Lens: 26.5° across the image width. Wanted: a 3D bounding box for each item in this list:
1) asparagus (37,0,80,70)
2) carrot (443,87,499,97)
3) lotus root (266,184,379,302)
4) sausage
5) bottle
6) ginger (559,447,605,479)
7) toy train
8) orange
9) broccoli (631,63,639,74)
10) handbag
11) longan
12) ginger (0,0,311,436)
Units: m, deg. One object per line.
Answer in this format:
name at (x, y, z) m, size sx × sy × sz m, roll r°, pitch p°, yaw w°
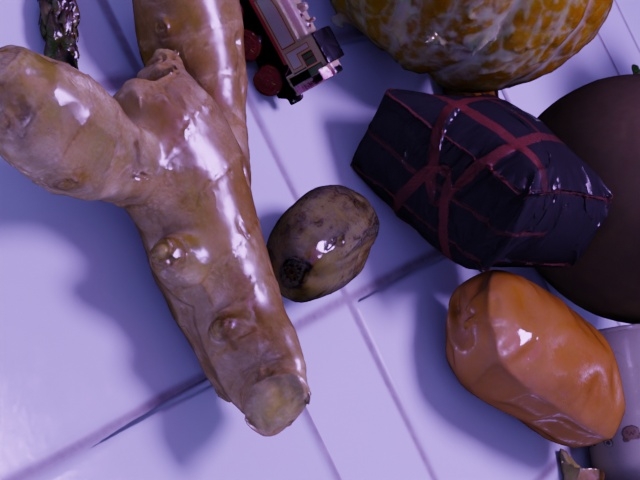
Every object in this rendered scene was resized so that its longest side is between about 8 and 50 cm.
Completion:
asparagus at (-0.205, -0.146, 1.072) m, size 0.036 × 0.030 × 0.165 m, roll 9°, pitch 61°, yaw -35°
carrot at (0.173, -0.142, 1.530) m, size 0.069 × 0.069 × 0.229 m, roll 23°, pitch 52°, yaw -43°
lotus root at (0.000, 0.000, 1.184) m, size 0.080 × 0.089 × 0.179 m, roll 23°, pitch 21°, yaw 14°
sausage at (0.217, 0.123, 1.355) m, size 0.241 × 0.120 × 0.136 m, roll 31°, pitch 45°, yaw -38°
bottle at (0.342, 0.210, 1.461) m, size 0.110 × 0.110 × 0.233 m, roll 6°, pitch 73°, yaw -50°
ginger at (0.280, 0.277, 1.406) m, size 0.057 × 0.044 × 0.137 m, roll 31°, pitch 44°, yaw -63°
toy train at (-0.040, -0.198, 1.269) m, size 0.138 × 0.087 × 0.050 m, roll 60°, pitch 32°, yaw -5°
orange at (0.144, -0.299, 1.408) m, size 0.329 × 0.249 × 0.329 m, roll 27°, pitch 19°, yaw -10°
broccoli at (0.526, -0.141, 1.789) m, size 0.321 × 0.310 × 0.413 m, roll 58°, pitch 1°, yaw 7°
handbag at (0.154, -0.060, 1.336) m, size 0.215 × 0.155 × 0.169 m, roll 38°, pitch 28°, yaw 31°
longan at (0.349, -0.044, 1.487) m, size 0.297 × 0.297 × 0.297 m, roll 30°, pitch 46°, yaw -38°
ginger at (-0.102, -0.054, 1.080) m, size 0.363 × 0.122 × 0.348 m, roll -73°, pitch 141°, yaw -62°
